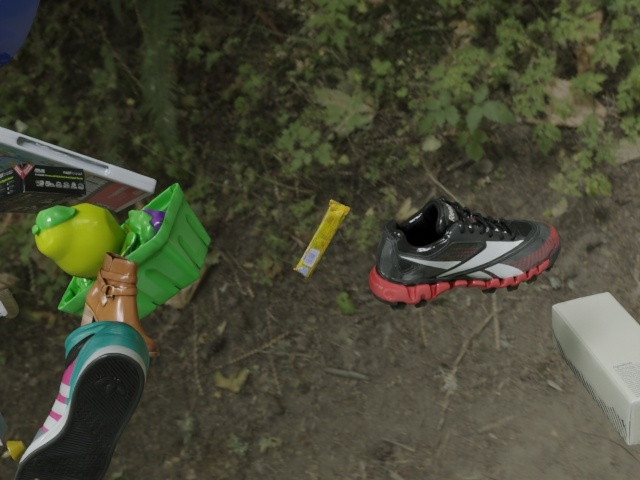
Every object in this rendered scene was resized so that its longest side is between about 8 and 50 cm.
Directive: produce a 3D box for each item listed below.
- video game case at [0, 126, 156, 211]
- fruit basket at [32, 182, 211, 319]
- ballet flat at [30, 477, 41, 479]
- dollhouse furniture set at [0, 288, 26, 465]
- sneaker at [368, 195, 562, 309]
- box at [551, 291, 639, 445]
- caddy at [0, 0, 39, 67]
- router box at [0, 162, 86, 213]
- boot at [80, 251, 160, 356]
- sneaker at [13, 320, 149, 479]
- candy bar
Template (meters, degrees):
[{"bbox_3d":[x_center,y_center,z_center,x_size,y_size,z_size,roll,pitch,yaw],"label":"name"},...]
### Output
[{"bbox_3d":[-0.419,-0.110,1.320,0.204,0.285,0.025,-14,61,60],"label":"video game case"},{"bbox_3d":[-0.499,0.010,2.022,0.392,0.392,0.283,-24,29,20],"label":"fruit basket"},{"bbox_3d":[-0.243,0.336,0.778,0.342,0.124,0.116,-141,69,-72],"label":"ballet flat"},{"bbox_3d":[-0.657,0.280,1.752,0.198,0.286,0.303,-29,97,-9],"label":"dollhouse furniture set"},{"bbox_3d":[0.198,0.003,1.140,0.276,0.135,0.097,-10,33,-10],"label":"sneaker"},{"bbox_3d":[0.485,0.201,1.395,0.113,0.094,0.275,-12,29,-5],"label":"box"},{"bbox_3d":[-0.347,-0.225,0.607,0.341,0.179,0.241,-4,94,46],"label":"caddy"},{"bbox_3d":[-0.376,-0.065,1.098,0.122,0.092,0.038,-13,81,36],"label":"router box"},{"bbox_3d":[-0.337,0.111,1.478,0.197,0.073,0.152,20,93,33],"label":"boot"},{"bbox_3d":[-0.329,0.225,1.192,0.295,0.124,0.178,-55,18,18],"label":"sneaker"},{"bbox_3d":[0.000,0.000,1.600,0.161,0.040,0.018,-61,12,14],"label":"candy bar"}]
